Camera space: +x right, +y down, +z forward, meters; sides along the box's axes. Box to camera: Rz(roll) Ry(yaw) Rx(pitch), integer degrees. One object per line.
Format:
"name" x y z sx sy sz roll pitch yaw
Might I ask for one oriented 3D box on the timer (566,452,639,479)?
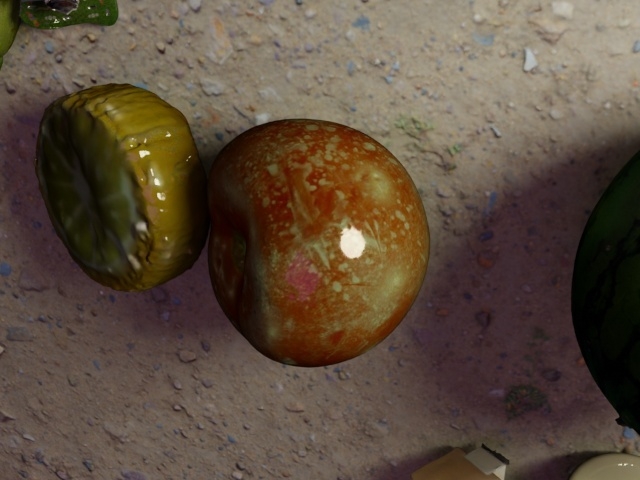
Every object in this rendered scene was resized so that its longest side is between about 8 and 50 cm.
"timer" 0.375 0.422 0.958 0.175 0.175 0.266 13 135 11

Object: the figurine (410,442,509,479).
"figurine" 0.216 0.398 0.980 0.163 0.141 0.236 24 143 59

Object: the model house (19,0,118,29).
"model house" -0.278 -0.307 0.788 0.117 0.088 0.166 -9 118 -21

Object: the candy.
"candy" -0.242 -0.062 0.884 0.260 0.118 0.259 20 122 37

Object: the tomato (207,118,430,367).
"tomato" 0.000 0.000 0.797 0.223 0.270 0.270 -9 119 -21

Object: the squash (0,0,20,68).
"squash" -0.383 -0.328 0.838 0.095 0.094 0.340 17 118 9

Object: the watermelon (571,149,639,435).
"watermelon" 0.396 0.043 0.642 0.364 0.363 0.363 7 117 14
